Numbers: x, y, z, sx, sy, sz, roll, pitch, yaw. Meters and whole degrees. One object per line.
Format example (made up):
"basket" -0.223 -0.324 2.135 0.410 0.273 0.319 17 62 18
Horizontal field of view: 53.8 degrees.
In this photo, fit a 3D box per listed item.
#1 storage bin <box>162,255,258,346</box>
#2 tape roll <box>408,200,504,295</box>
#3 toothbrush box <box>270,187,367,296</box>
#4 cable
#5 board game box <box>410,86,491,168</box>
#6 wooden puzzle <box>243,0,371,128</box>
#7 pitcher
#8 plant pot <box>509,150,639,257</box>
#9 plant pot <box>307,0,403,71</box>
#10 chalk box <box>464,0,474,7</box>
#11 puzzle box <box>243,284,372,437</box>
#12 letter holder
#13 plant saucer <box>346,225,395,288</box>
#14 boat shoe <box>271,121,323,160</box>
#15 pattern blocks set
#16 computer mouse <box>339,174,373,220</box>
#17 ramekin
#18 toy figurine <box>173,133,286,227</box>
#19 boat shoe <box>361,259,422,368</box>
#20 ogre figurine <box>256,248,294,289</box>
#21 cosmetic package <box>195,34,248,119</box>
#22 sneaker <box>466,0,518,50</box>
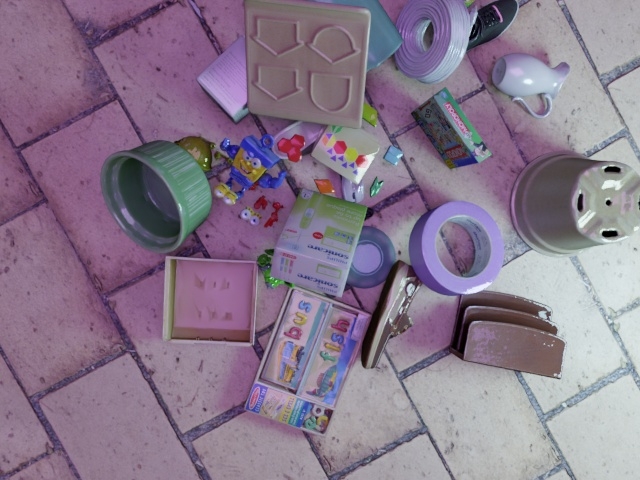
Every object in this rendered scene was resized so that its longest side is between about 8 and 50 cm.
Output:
"storage bin" -0.319 0.179 1.855 0.262 0.123 0.261 3 92 -4
"tape roll" 0.403 0.025 1.871 0.274 0.090 0.275 3 81 -18
"toothbrush box" 0.000 0.000 1.775 0.206 0.283 0.122 16 132 5
"cable" 0.312 -0.580 1.801 0.089 0.257 0.257 -4 110 -36
"board game box" 0.360 -0.307 1.781 0.046 0.317 0.214 -35 94 0
"wooden puzzle" -0.035 -0.468 1.651 0.321 0.081 0.348 10 134 9
"pitcher" 0.622 -0.466 1.899 0.207 0.125 0.178 6 107 -15
"plant pot" 0.763 -0.106 1.821 0.333 0.305 0.334 0 93 -4
"plant pot" 0.033 -0.602 1.761 0.341 0.341 0.334 -41 102 -1
"chalk box" 0.401 -0.744 1.859 0.132 0.132 0.213 42 89 -4
"puzzle box" -0.039 0.363 1.916 0.271 0.052 0.409 20 91 -4
"letter holder" 0.571 0.272 1.903 0.301 0.152 0.215 12 90 -4
"plant saucer" 0.136 0.052 1.922 0.194 0.037 0.195 0 93 -3
"boat shoe" -0.008 -0.329 1.871 0.304 0.091 0.109 -28 89 -5
"pattern blocks set" 0.068 -0.267 1.829 0.324 0.026 0.285 39 89 -16
"computer mouse" 0.097 -0.148 1.908 0.105 0.042 0.193 -10 93 -2
"ramekin" -0.448 -0.130 1.754 0.303 0.303 0.148 52 45 -4
"toy figurine" -0.205 -0.237 1.770 0.362 0.191 0.217 42 122 1
"boat shoe" 0.224 0.236 1.897 0.123 0.123 0.342 21 88 -7
"ogre figurine" -0.110 0.074 1.855 0.096 0.197 0.118 10 111 17
"cosmetic package" -0.235 -0.459 1.821 0.183 0.151 0.151 -44 94 -2
"sneaker" 0.478 -0.639 1.861 0.295 0.147 0.105 -32 92 -3
